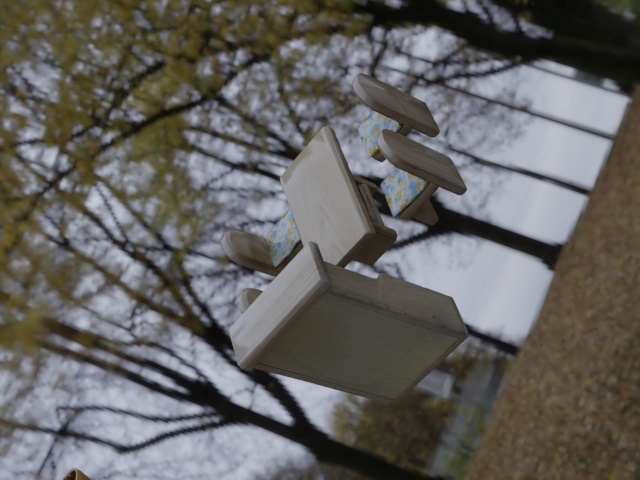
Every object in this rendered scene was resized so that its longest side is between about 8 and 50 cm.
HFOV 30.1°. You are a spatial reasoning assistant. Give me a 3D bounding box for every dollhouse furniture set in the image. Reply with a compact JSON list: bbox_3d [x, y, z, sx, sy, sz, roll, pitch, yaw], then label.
[{"bbox_3d":[0.000,0.000,1.008,0.161,0.242,0.212,20,-55,-36],"label":"dollhouse furniture set"}]

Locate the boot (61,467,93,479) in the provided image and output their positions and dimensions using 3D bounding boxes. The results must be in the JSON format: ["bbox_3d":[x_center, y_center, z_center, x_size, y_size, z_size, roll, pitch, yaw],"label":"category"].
[{"bbox_3d":[-0.190,0.349,1.068,0.104,0.211,0.295,-45,20,20],"label":"boot"}]
